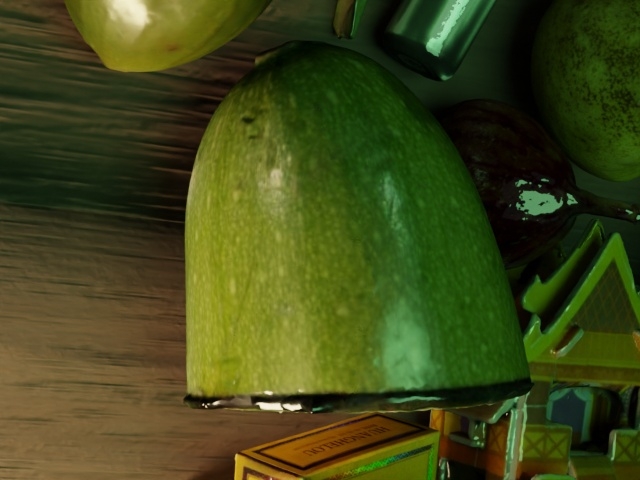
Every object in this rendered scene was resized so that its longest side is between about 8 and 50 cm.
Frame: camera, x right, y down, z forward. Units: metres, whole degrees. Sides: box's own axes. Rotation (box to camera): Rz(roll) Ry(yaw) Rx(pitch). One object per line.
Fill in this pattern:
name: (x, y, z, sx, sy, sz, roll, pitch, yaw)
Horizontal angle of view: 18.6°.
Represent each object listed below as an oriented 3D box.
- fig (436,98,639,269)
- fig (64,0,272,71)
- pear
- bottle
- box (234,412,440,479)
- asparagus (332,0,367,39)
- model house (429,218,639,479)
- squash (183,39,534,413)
fig: (0.170, -0.038, 1.799, 0.148, 0.202, 0.149, 27, 102, -40)
fig: (-0.130, -0.241, 1.592, 0.203, 0.203, 0.225, 7, 135, -33)
pear: (0.292, -0.162, 1.852, 0.197, 0.197, 0.197, -7, 104, -30)
bottle: (0.148, -0.267, 1.806, 0.254, 0.079, 0.096, -61, 161, -6)
box: (0.007, 0.319, 1.739, 0.193, 0.084, 0.301, -11, 110, -48)
asparagus: (0.044, -0.268, 1.761, 0.045, 0.041, 0.178, 24, 87, -78)
model house: (0.287, 0.139, 1.887, 0.357, 0.242, 0.313, 6, 94, -31)
squash: (0.028, -0.016, 1.682, 0.310, 0.310, 0.309, -1, 89, -32)
